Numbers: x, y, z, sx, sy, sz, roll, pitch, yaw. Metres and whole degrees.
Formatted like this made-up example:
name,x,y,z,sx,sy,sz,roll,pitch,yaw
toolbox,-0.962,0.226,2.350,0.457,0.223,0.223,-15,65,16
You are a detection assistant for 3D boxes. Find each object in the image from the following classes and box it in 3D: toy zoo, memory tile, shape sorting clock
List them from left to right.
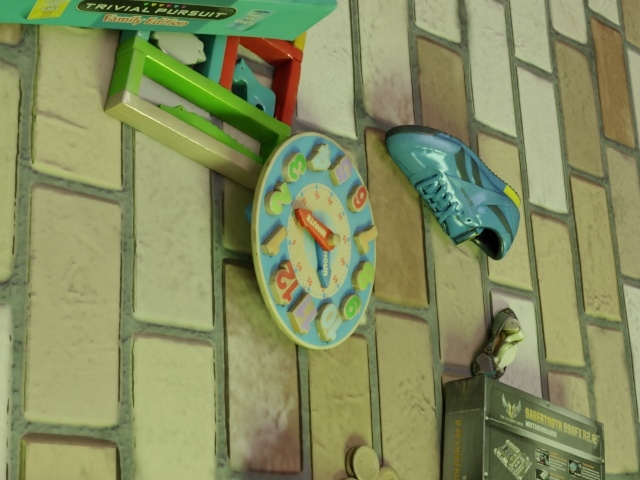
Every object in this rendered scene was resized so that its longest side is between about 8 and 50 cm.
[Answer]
name,x,y,z,sx,sy,sz,roll,pitch,yaw
toy zoo,-0.094,-0.209,1.082,0.192,0.030,0.293,28,58,-37
shape sorting clock,0.000,0.000,1.077,0.206,0.040,0.206,2,87,-54
memory tile,0.063,0.277,1.091,0.148,0.012,0.113,47,48,-24

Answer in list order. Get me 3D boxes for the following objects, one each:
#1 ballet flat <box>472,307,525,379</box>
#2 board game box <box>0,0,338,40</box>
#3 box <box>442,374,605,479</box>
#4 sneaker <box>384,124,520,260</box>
name,x,y,z,sx,sy,sz,roll,pitch,yaw
ballet flat,0.209,0.116,1.280,0.041,0.041,0.114,54,45,-18
board game box,-0.160,-0.310,0.976,0.336,0.079,0.254,-6,78,-40
box,0.224,0.263,1.232,0.231,0.056,0.183,24,59,-39
sneaker,0.147,-0.050,1.252,0.209,0.069,0.082,35,57,-33
